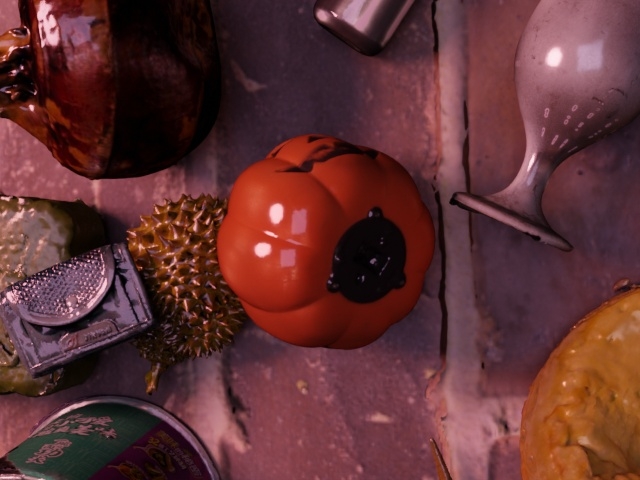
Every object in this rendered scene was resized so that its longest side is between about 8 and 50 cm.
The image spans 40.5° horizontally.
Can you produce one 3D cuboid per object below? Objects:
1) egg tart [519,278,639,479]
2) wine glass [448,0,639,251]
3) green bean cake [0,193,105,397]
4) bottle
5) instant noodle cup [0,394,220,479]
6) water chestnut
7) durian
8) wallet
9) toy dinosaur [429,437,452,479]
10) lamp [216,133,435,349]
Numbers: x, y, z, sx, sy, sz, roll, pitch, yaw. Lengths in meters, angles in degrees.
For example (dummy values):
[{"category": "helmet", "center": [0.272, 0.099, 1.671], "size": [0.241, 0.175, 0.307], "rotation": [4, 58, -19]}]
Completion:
[{"category": "egg tart", "center": [0.312, 0.155, 0.679], "size": [0.315, 0.315, 0.120], "rotation": [-36, 124, 10]}, {"category": "wine glass", "center": [0.212, -0.118, 0.741], "size": [0.126, 0.126, 0.241], "rotation": [25, 98, 10]}, {"category": "green bean cake", "center": [-0.323, 0.052, 0.856], "size": [0.214, 0.113, 0.201], "rotation": [5, 93, 10]}, {"category": "bottle", "center": [0.084, -0.294, 0.792], "size": [0.254, 0.079, 0.096], "rotation": [-57, 42, 8]}, {"category": "instant noodle cup", "center": [-0.232, 0.282, 0.798], "size": [0.251, 0.190, 0.251], "rotation": [0, 91, 12]}, {"category": "water chestnut", "center": [-0.201, -0.167, 0.774], "size": [0.238, 0.223, 0.224], "rotation": [-10, 88, -21]}, {"category": "durian", "center": [-0.138, 0.052, 0.827], "size": [0.146, 0.102, 0.208], "rotation": [24, 99, 5]}, {"category": "wallet", "center": [-0.218, 0.061, 0.776], "size": [0.129, 0.026, 0.088], "rotation": [-23, 90, 0]}, {"category": "toy dinosaur", "center": [0.131, 0.281, 0.802], "size": [0.162, 0.039, 0.126], "rotation": [37, 99, 10]}, {"category": "lamp", "center": [0.000, 0.000, 0.761], "size": [0.187, 0.164, 0.188], "rotation": [-9, 108, -28]}]
